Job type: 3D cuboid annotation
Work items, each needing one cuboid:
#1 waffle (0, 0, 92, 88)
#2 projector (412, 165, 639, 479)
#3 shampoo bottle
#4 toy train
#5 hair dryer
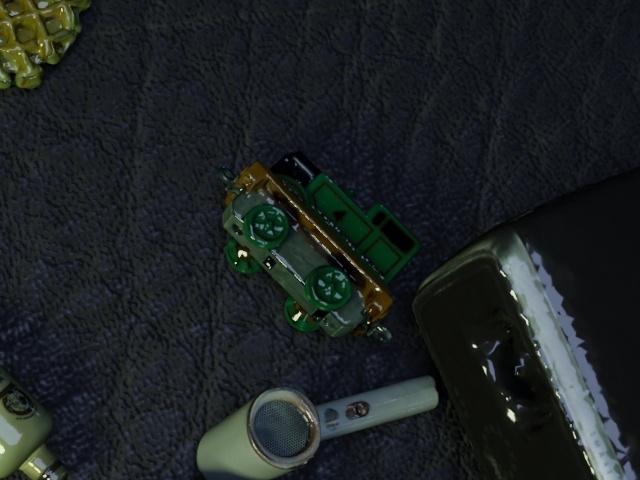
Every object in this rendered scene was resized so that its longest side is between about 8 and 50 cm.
[{"bbox_3d":[-0.313,-0.236,1.518,0.184,0.036,0.169,26,74,-6],"label":"waffle"},{"bbox_3d":[0.348,0.127,1.437,0.405,0.242,0.395,-20,80,-22],"label":"projector"},{"bbox_3d":[-0.290,0.161,1.421,0.162,0.079,0.079,44,76,2],"label":"shampoo bottle"},{"bbox_3d":[0.000,0.000,1.499,0.227,0.091,0.136,47,65,3],"label":"toy train"},{"bbox_3d":[0.010,0.163,1.468,0.236,0.131,0.073,-16,78,-32],"label":"hair dryer"}]
